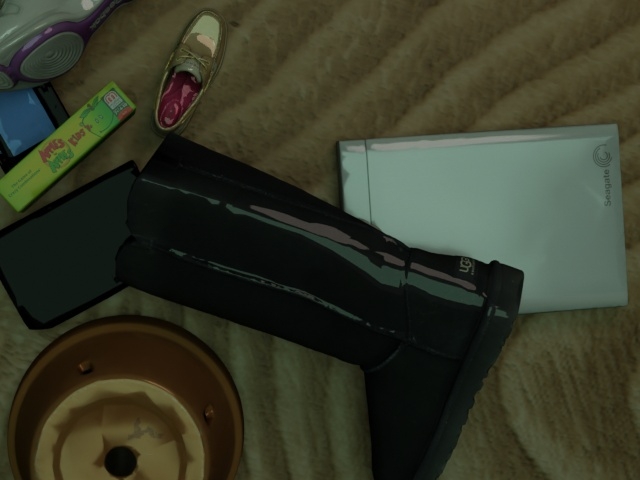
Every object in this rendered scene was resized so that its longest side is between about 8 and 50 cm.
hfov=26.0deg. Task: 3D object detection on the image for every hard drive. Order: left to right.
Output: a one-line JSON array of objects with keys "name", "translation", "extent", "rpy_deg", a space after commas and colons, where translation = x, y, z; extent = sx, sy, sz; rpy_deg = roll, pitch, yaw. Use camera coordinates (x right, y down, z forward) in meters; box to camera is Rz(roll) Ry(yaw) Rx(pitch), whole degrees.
[{"name": "hard drive", "translation": [0.203, -0.020, 1.736], "extent": [0.353, 0.047, 0.233], "rpy_deg": [-4, 93, -6]}]

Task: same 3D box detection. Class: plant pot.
[{"name": "plant pot", "translation": [-0.233, 0.241, 1.628], "extent": [0.291, 0.203, 0.290], "rpy_deg": [0, 93, -5]}]

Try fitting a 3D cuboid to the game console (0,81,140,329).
[{"name": "game console", "translation": [-0.345, -0.088, 1.682], "extent": [0.213, 0.044, 0.361], "rpy_deg": [-29, 94, -4]}]

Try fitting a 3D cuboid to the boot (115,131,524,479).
[{"name": "boot", "translation": [-0.033, 0.104, 1.634], "extent": [0.445, 0.146, 0.367], "rpy_deg": [18, 121, -3]}]

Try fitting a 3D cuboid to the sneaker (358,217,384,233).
[{"name": "sneaker", "translation": [0.000, 0.000, 1.675], "extent": [0.170, 0.071, 0.068], "rpy_deg": [16, 102, 24]}]

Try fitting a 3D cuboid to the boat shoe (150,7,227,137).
[{"name": "boat shoe", "translation": [-0.158, -0.204, 1.686], "extent": [0.063, 0.059, 0.170], "rpy_deg": [21, 91, -6]}]

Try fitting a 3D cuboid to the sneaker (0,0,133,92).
[{"name": "sneaker", "translation": [-0.319, -0.295, 1.639], "extent": [0.152, 0.114, 0.305], "rpy_deg": [40, 72, 16]}]

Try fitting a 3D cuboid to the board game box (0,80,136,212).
[{"name": "board game box", "translation": [-0.297, -0.108, 1.618], "extent": [0.181, 0.092, 0.043], "rpy_deg": [-42, 97, -6]}]
